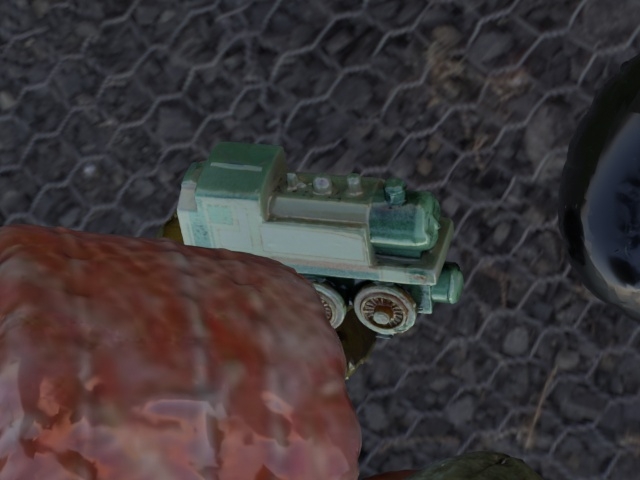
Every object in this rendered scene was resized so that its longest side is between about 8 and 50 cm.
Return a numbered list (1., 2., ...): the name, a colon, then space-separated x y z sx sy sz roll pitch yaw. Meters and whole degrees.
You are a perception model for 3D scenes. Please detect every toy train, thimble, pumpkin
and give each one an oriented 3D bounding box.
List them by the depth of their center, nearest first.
1. thimble: -0.090 0.111 0.650 0.162 0.239 0.239 4 115 -19
2. toy train: 0.000 0.000 0.994 0.194 0.080 0.125 4 132 17
3. pumpkin: 0.389 -0.060 1.450 0.315 0.238 0.315 2 99 11

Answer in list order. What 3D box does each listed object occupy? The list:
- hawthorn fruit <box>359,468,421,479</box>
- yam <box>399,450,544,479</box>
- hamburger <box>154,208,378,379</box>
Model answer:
1. hawthorn fruit: 0.133 0.338 1.283 0.300 0.254 0.254 13 114 32
2. yam: 0.002 0.231 0.879 0.330 0.133 0.133 -29 102 -17
3. hamburger: -0.059 0.057 1.746 0.285 0.265 0.134 23 132 11
